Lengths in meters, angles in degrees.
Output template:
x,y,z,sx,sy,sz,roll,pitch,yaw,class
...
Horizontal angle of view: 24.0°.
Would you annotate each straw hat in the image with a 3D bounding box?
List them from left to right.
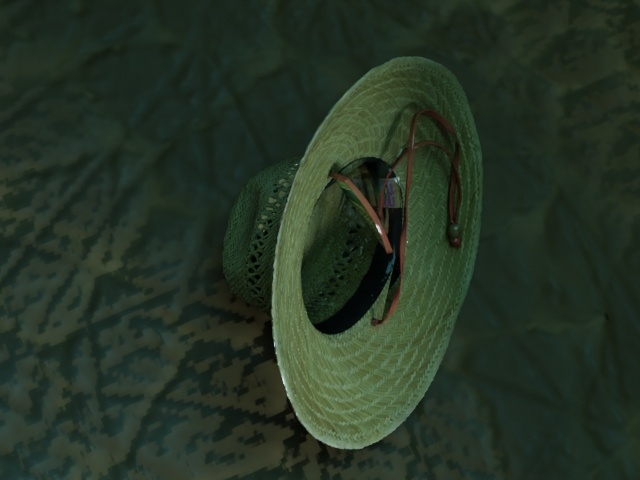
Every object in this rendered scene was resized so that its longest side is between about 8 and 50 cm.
x,y,z,sx,sy,sz,roll,pitch,yaw,class
0.000,0.000,0.543,0.061,0.144,0.144,10,62,32,straw hat
